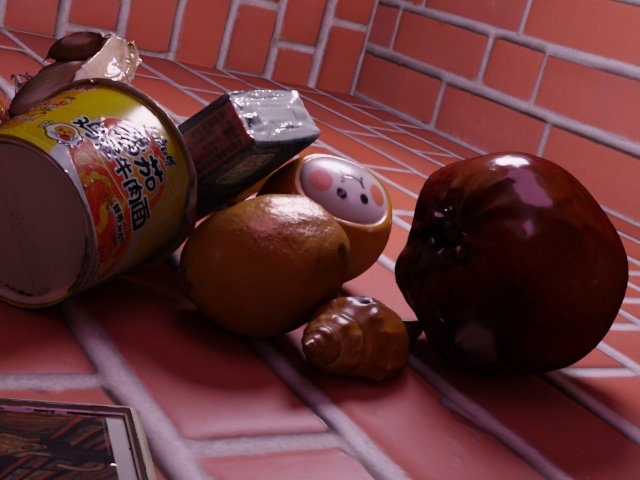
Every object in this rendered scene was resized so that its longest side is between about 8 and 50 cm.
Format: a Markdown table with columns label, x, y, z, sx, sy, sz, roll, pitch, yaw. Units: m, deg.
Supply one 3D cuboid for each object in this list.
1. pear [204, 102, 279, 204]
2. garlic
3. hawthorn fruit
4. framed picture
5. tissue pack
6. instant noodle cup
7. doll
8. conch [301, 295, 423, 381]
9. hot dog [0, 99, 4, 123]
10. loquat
| label | x | y | z | sx | sy | sz | roll | pitch | yaw |
| --- | --- | --- | --- | --- | --- | --- | --- | --- | --- |
| pear | -0.166 | -0.157 | 1.689 | 0.197 | 0.197 | 0.197 | 14 | 16 | -4 |
| garlic | -0.508 | -0.310 | 1.837 | 0.291 | 0.238 | 0.210 | -17 | -13 | 29 |
| hawthorn fruit | 0.262 | 0.040 | 1.257 | 0.308 | 0.308 | 0.325 | 31 | -9 | 44 |
| framed picture | -0.265 | 0.179 | 0.746 | 0.273 | 0.016 | 0.216 | 9 | 17 | -23 |
| tissue pack | -0.176 | -0.093 | 1.282 | 0.103 | 0.315 | 0.228 | 61 | 24 | 4 |
| instant noodle cup | -0.307 | -0.051 | 1.098 | 0.264 | 0.265 | 0.200 | 20 | 25 | 15 |
| doll | 0.000 | 0.000 | 1.362 | 0.213 | 0.213 | 0.236 | 11 | 58 | -17 |
| conch | 0.066 | 0.111 | 1.156 | 0.109 | 0.093 | 0.330 | 19 | 14 | 29 |
| hot dog | -0.713 | -0.256 | 1.727 | 0.249 | 0.068 | 0.100 | 16 | 26 | 9 |
| loquat | -0.064 | 0.029 | 1.144 | 0.234 | 0.176 | 0.187 | -13 | 10 | -35 |
